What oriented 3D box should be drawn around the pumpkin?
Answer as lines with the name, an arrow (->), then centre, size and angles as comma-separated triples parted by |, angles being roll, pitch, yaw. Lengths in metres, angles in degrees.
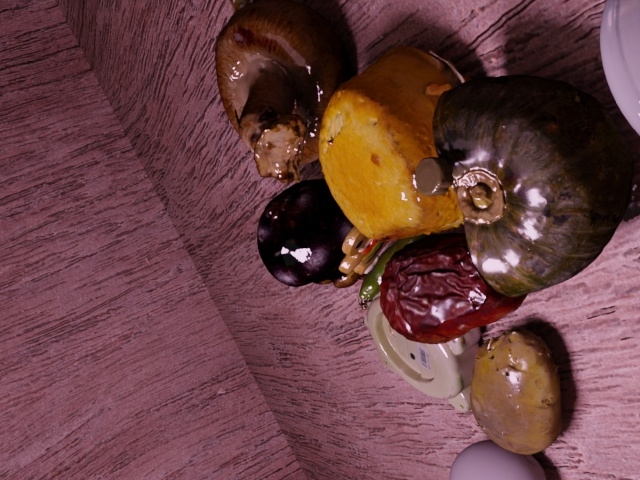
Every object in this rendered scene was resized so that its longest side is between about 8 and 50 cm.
pumpkin -> 0.323, -0.092, 1.083 | 0.232, 0.242, 0.325 | -14, 100, 36

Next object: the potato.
potato -> 0.364, 0.283, 1.436 | 0.191, 0.141, 0.296 | 38, 144, 39

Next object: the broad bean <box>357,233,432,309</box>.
broad bean -> 0.153, 0.042, 1.605 | 0.254, 0.046, 0.065 | -51, 34, 28

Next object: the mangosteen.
mangosteen -> -0.003, -0.004, 1.761 | 0.233, 0.287, 0.287 | 58, 158, 35

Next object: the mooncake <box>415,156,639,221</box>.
mooncake -> 0.265, -0.060, 0.944 | 0.347, 0.057, 0.150 | 33, 123, 31

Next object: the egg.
egg -> 0.373, 0.508, 1.609 | 0.176, 0.176, 0.232 | 61, 152, 2

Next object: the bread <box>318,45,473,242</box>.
bread -> 0.147, -0.149, 1.339 | 0.337, 0.204, 0.358 | 57, 155, -1

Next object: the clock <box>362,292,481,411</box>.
clock -> 0.229, 0.214, 1.678 | 0.309, 0.114, 0.284 | 30, 139, 48

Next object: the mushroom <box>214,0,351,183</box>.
mushroom -> -0.098, -0.279, 1.537 | 0.334, 0.356, 0.331 | 29, 157, 18

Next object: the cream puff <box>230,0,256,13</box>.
cream puff -> -0.141, -0.529, 1.657 | 0.149, 0.084, 0.149 | 48, 151, 38

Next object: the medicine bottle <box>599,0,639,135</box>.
medicine bottle -> 0.425, -0.207, 0.651 | 0.245, 0.245, 0.306 | 62, 156, 1

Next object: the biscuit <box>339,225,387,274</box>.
biscuit -> 0.100, 0.005, 1.567 | 0.035, 0.158, 0.240 | 35, -176, 17

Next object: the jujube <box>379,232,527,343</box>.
jujube -> 0.243, 0.078, 1.386 | 0.216, 0.216, 0.342 | 61, 156, 2
